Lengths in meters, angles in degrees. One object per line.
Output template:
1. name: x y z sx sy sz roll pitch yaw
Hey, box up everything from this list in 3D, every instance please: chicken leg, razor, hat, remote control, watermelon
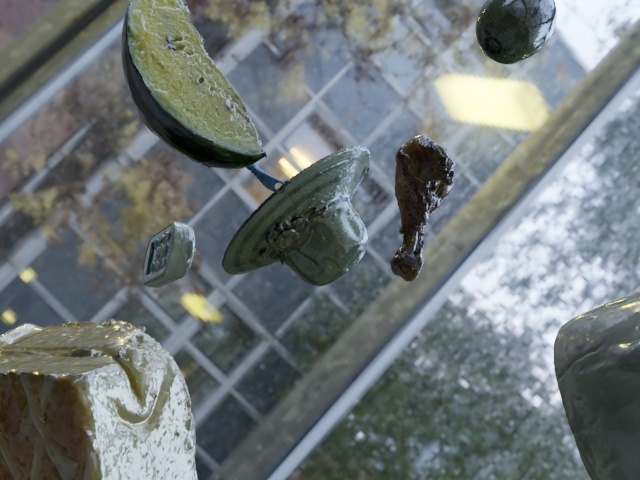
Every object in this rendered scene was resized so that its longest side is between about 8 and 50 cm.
1. chicken leg: 0.163 -0.056 2.079 0.107 0.251 0.087 12 -1 -3
2. razor: -0.150 -0.172 2.573 0.253 0.042 0.082 44 -41 22
3. hat: 0.000 0.000 1.607 0.110 0.252 0.252 50 -17 15
4. remote control: -0.212 0.022 1.710 0.042 0.078 0.221 10 -10 -15
5. watermelon: -0.181 -0.205 1.565 0.301 0.129 0.123 59 -13 17

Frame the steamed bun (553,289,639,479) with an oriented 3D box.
1. steamed bun: 0.450 0.236 1.645 0.236 0.247 0.383 29 39 -47

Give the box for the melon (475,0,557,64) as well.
1. melon: 0.254 -0.283 1.587 0.098 0.130 0.098 27 -42 27

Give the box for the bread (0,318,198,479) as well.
1. bread: -0.397 0.336 1.865 0.371 0.279 0.390 -3 -81 32
